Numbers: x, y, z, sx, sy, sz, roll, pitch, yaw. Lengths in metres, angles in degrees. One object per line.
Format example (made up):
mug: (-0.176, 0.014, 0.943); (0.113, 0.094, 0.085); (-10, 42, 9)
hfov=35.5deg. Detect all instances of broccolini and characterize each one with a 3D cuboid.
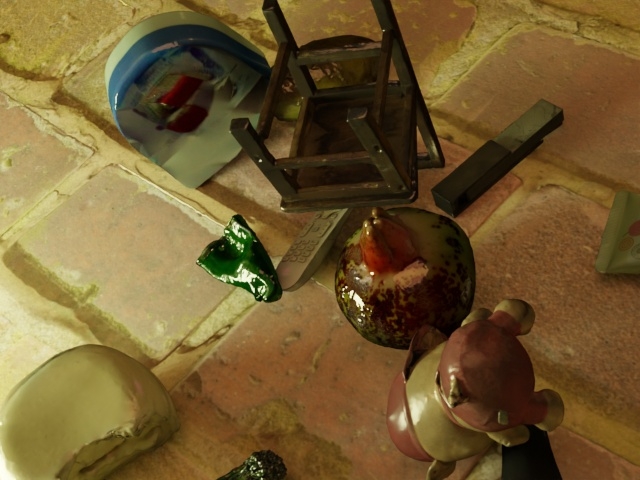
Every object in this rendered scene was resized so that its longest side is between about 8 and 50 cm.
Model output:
broccolini: (-0.132, 0.355, 1.362); (0.203, 0.068, 0.091); (-34, 33, 11)

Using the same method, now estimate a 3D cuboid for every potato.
potato: (0.003, -0.301, 1.811); (0.251, 0.113, 0.149); (-28, 43, -2)

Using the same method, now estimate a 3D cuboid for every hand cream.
hand cream: (0.544, 0.002, 1.374); (0.306, 0.093, 0.147); (9, 60, 28)

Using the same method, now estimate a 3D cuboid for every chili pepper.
chili pepper: (-0.124, 0.038, 1.591); (0.108, 0.062, 0.216); (-52, 39, 6)

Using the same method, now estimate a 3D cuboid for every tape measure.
tape measure: (-0.240, -0.261, 1.733); (0.259, 0.262, 0.138); (-45, 36, 21)

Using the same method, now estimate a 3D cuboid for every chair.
chair: (0.049, -0.136, 1.469); (0.203, 0.416, 0.240); (-5, 57, 18)

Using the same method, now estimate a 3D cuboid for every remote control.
remote control: (0.000, 0.000, 1.605); (0.073, 0.044, 0.229); (-2, 44, 49)

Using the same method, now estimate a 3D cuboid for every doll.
doll: (0.183, 0.188, 1.261); (0.152, 0.256, 0.196); (27, 55, -14)

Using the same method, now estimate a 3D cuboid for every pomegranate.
pomegranate: (0.112, 0.037, 1.397); (0.214, 0.248, 0.214); (-10, 55, 14)

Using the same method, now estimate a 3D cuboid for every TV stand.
TV stand: (0.289, -0.136, 1.617); (0.256, 0.040, 0.049); (-40, 48, -15)

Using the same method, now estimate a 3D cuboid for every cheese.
cheese: (-0.345, 0.278, 1.442); (0.266, 0.127, 0.233); (-38, 49, -11)

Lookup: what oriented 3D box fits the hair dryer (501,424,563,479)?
hair dryer: (0.377, 0.330, 1.181); (0.360, 0.120, 0.303); (0, 36, 7)
